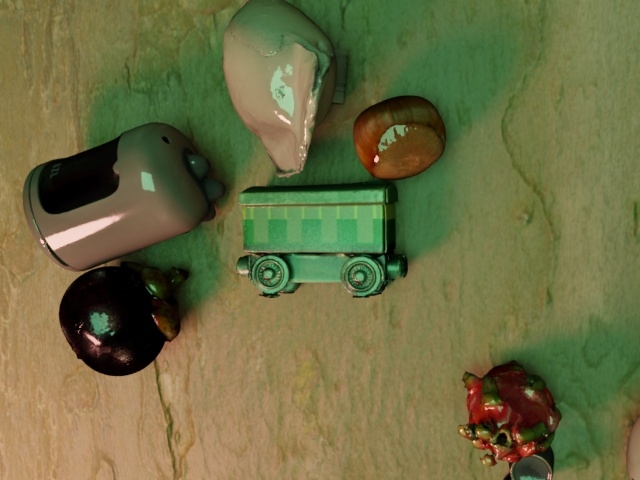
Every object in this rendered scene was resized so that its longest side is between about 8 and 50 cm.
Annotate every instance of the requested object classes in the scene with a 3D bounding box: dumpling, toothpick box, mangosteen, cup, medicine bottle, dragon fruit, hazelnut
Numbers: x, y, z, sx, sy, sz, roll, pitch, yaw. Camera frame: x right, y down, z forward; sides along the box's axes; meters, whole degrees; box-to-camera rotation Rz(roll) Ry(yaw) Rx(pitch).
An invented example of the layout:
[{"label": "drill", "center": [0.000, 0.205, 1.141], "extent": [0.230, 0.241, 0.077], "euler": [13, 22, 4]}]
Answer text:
[{"label": "dumpling", "center": [-0.078, -0.252, 1.231], "extent": [0.341, 0.181, 0.260], "euler": [34, 130, 31]}, {"label": "toothpick box", "center": [-0.332, -0.078, 1.339], "extent": [0.316, 0.229, 0.229], "euler": [-18, 91, 14]}, {"label": "mangosteen", "center": [-0.347, 0.129, 1.374], "extent": [0.250, 0.211, 0.211], "euler": [-33, 87, -14]}, {"label": "cup", "center": [0.347, 0.386, 1.266], "extent": [0.078, 0.077, 0.100], "euler": [44, 105, 7]}, {"label": "medicine bottle", "center": [0.016, -0.282, 1.292], "extent": [0.058, 0.058, 0.091], "euler": [6, 97, 14]}, {"label": "dragon fruit", "center": [0.299, 0.281, 1.218], "extent": [0.166, 0.172, 0.160], "euler": [23, 101, 12]}, {"label": "hazelnut", "center": [0.128, -0.177, 1.233], "extent": [0.150, 0.150, 0.150], "euler": [2, 96, 15]}]

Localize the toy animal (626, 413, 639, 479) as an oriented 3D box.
[{"label": "toy animal", "center": [0.604, 0.349, 1.127], "extent": [0.266, 0.212, 0.213], "euler": [9, 98, 10]}]

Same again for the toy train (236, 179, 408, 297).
[{"label": "toy train", "center": [0.000, 0.000, 1.298], "extent": [0.300, 0.120, 0.202], "euler": [-1, 92, 15]}]
